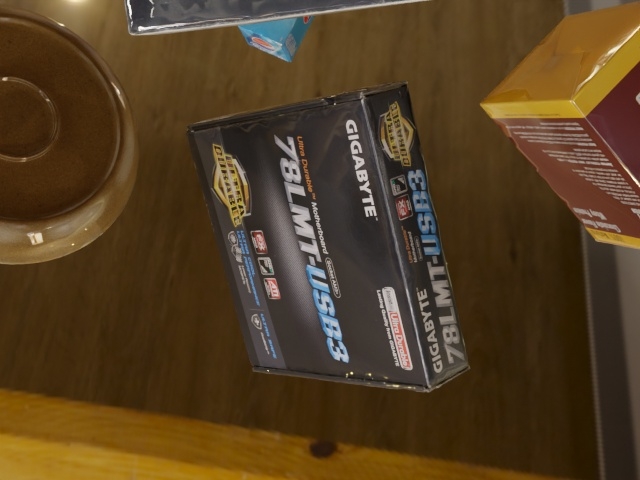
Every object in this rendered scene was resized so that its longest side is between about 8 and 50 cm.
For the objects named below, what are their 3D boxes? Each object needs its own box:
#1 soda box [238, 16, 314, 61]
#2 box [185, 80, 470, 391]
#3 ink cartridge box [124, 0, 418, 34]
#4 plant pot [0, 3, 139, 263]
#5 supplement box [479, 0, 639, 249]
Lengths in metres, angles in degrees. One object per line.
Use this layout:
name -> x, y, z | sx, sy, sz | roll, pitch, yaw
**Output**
soda box -> -0.029, -0.355, 1.453 | 0.071, 0.067, 0.210 | 25, -97, 13
box -> 0.000, 0.000, 1.115 | 0.073, 0.293, 0.296 | -22, -77, -37
ink cartridge box -> 0.060, -0.196, 0.497 | 0.332, 0.165, 0.065 | -6, -169, 11
plant pot -> -0.257, -0.097, 0.888 | 0.236, 0.032, 0.236 | 11, -113, -26
supplement box -> 0.286, -0.101, 0.990 | 0.129, 0.191, 0.194 | -45, -75, -6
